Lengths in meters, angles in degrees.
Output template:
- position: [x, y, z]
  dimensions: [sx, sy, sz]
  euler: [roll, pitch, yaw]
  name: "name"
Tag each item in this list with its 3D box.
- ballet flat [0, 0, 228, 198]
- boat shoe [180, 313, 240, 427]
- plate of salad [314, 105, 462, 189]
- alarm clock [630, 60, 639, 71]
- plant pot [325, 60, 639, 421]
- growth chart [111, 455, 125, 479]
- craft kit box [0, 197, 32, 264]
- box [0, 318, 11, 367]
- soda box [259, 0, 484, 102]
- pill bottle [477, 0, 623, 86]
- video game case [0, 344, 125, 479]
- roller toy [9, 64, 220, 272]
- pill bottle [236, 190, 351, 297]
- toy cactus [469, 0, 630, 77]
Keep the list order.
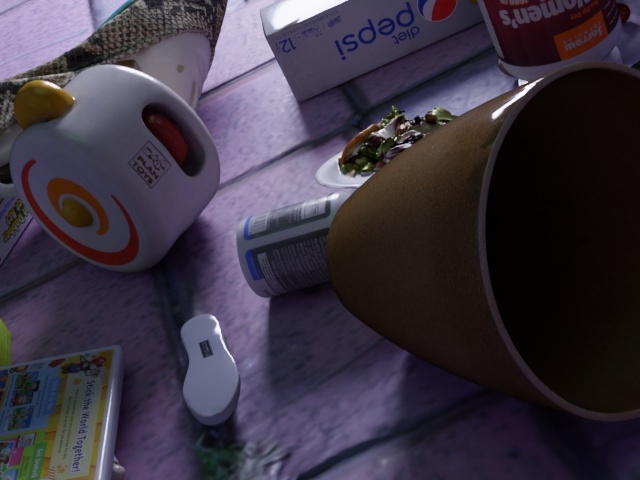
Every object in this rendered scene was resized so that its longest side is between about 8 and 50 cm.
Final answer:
- position: [-0.265, -0.158, 1.485]
  dimensions: [0.483, 0.164, 0.182]
  euler: [-32, 62, -23]
  name: "ballet flat"
- position: [-0.091, 0.116, 1.066]
  dimensions: [0.049, 0.040, 0.142]
  euler: [-17, 32, 0]
  name: "boat shoe"
- position: [0.088, -0.096, 1.200]
  dimensions: [0.200, 0.048, 0.200]
  euler: [-15, 17, 5]
  name: "plate of salad"
- position: [0.308, -0.102, 1.064]
  dimensions: [0.129, 0.064, 0.192]
  euler: [1, 39, 38]
  name: "alarm clock"
- position: [0.125, 0.005, 0.923]
  dimensions: [0.237, 0.237, 0.254]
  euler: [-45, 21, -27]
  name: "plant pot"
- position: [-0.279, 0.213, 1.041]
  dimensions: [0.237, 0.021, 0.172]
  euler: [-23, 29, -23]
  name: "growth chart"
- position: [-0.471, -0.010, 1.524]
  dimensions: [0.250, 0.061, 0.247]
  euler: [-11, 37, 25]
  name: "craft kit box"
- position: [-0.362, 0.061, 1.215]
  dimensions: [0.042, 0.178, 0.109]
  euler: [-27, 31, 1]
  name: "box"
- position: [0.078, -0.272, 1.454]
  dimensions: [0.286, 0.098, 0.091]
  euler: [-24, 32, 6]
  name: "soda box"
- position: [0.211, -0.226, 1.167]
  dimensions: [0.121, 0.221, 0.121]
  euler: [-19, 32, 12]
  name: "pill bottle"
- position: [-0.276, 0.174, 1.064]
  dimensions: [0.206, 0.026, 0.227]
  euler: [-11, 26, 1]
  name: "video game case"
- position: [-0.214, -0.070, 1.280]
  dimensions: [0.191, 0.209, 0.146]
  euler: [23, 53, 17]
  name: "roller toy"
- position: [0.000, 0.000, 1.131]
  dimensions: [0.137, 0.078, 0.078]
  euler: [-15, 33, 18]
  name: "pill bottle"
- position: [0.228, -0.254, 1.320]
  dimensions: [0.219, 0.112, 0.180]
  euler: [17, 74, 15]
  name: "toy cactus"
